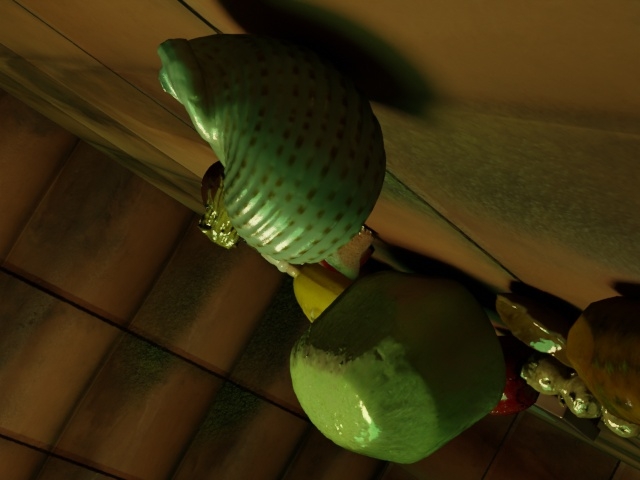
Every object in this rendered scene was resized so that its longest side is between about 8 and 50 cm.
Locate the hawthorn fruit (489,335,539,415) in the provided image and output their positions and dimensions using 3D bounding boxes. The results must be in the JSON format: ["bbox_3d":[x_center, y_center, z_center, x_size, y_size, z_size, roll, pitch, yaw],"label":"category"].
[{"bbox_3d":[0.330,0.235,1.417,0.148,0.148,0.172,31,158,-4],"label":"hawthorn fruit"}]

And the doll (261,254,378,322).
[{"bbox_3d":[0.024,0.097,1.666,0.348,0.161,0.423,33,-179,24],"label":"doll"}]

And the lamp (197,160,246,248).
[{"bbox_3d":[-0.115,-0.049,1.214,0.157,0.135,0.156,32,174,-35],"label":"lamp"}]

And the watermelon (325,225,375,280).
[{"bbox_3d":[0.014,-0.028,1.222,0.155,0.080,0.101,31,-151,-29],"label":"watermelon"}]

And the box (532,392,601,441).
[{"bbox_3d":[0.433,0.289,1.587,0.215,0.086,0.215,24,171,41],"label":"box"}]

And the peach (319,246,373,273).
[{"bbox_3d":[-0.002,0.003,1.426,0.189,0.068,0.279,31,174,10],"label":"peach"}]

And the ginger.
[{"bbox_3d":[0.419,0.234,1.261,0.204,0.080,0.104,29,-162,31],"label":"ginger"}]

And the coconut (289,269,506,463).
[{"bbox_3d":[0.129,0.181,1.242,0.281,0.328,0.328,60,175,4],"label":"coconut"}]

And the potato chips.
[{"bbox_3d":[0.293,0.115,1.030,0.150,0.049,0.201,30,177,36],"label":"potato chips"}]

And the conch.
[{"bbox_3d":[-0.026,-0.082,0.599,0.172,0.131,0.200,-109,-4,-59],"label":"conch"}]

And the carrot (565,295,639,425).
[{"bbox_3d":[0.312,0.110,0.644,0.114,0.114,0.302,32,173,-16],"label":"carrot"}]
